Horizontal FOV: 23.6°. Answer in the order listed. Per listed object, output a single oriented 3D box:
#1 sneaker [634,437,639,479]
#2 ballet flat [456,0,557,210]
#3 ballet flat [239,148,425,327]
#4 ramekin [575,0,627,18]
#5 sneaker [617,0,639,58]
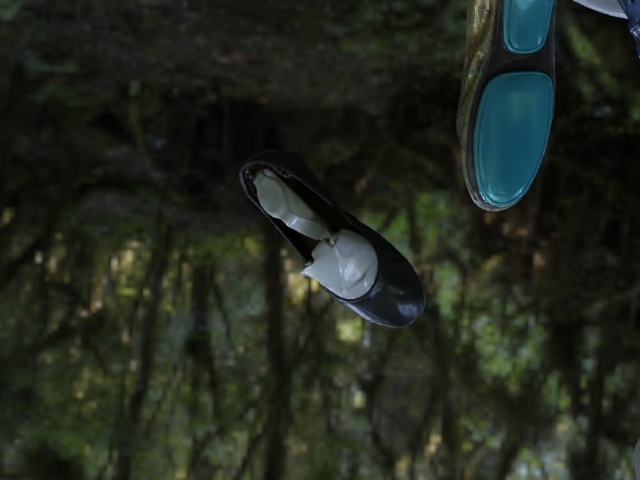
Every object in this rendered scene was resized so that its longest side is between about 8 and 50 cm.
[{"bbox_3d":[0.347,0.282,1.399,0.090,0.235,0.095,-4,172,35],"label":"sneaker"},{"bbox_3d":[0.213,-0.213,1.790,0.123,0.348,0.123,4,-165,-1],"label":"ballet flat"},{"bbox_3d":[0.000,0.000,1.758,0.280,0.095,0.096,44,-161,24],"label":"ballet flat"},{"bbox_3d":[0.305,-0.324,1.298,0.277,0.135,0.277,4,148,2],"label":"ramekin"},{"bbox_3d":[0.280,-0.163,1.188,0.148,0.350,0.131,13,-158,13],"label":"sneaker"}]
